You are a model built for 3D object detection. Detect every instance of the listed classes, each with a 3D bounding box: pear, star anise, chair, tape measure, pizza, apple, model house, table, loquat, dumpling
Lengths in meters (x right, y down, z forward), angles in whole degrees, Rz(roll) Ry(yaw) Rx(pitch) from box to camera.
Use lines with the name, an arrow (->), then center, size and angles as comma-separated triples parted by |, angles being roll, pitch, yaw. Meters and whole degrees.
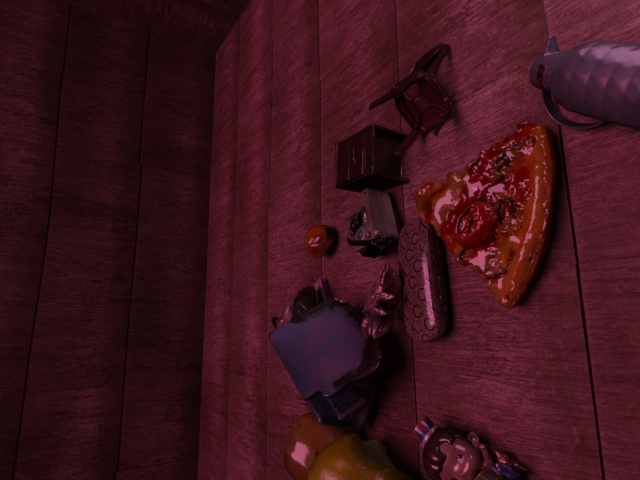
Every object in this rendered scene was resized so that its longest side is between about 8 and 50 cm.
pear -> 0.152, 0.693, 1.193 | 0.282, 0.287, 0.176 | 18, 81, 57
star anise -> 0.179, 0.182, 1.258 | 0.229, 0.093, 0.236 | -82, 8, -66
chair -> 0.307, -0.433, 1.280 | 0.326, 0.183, 0.176 | -48, 14, -33
tape measure -> 0.158, -0.035, 1.408 | 0.207, 0.115, 0.235 | 126, 146, -47
pizza -> 0.376, -0.074, 1.079 | 0.406, 0.130, 0.439 | 11, 94, 51
apple -> 0.001, 0.710, 1.416 | 0.262, 0.263, 0.262 | -16, 71, 56
model house -> 0.062, 0.445, 1.405 | 0.360, 0.298, 0.338 | 42, 156, 51
table -> 0.166, -0.264, 1.412 | 0.193, 0.173, 0.168 | -11, 75, 57
loquat -> 0.000, 0.000, 1.695 | 0.137, 0.113, 0.137 | -42, 27, 28
dumpling -> -0.097, 0.294, 1.663 | 0.292, 0.164, 0.204 | 72, -165, -53

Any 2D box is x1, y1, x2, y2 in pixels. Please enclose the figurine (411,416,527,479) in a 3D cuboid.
figurine -> 0.336, 0.537, 1.012 | 0.276, 0.158, 0.160 | 9, 83, 57

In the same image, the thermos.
thermos -> 0.558, -0.307, 0.850 | 0.286, 0.145, 0.182 | 48, 157, 53

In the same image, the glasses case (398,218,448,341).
glasses case -> 0.293, 0.111, 1.224 | 0.137, 0.085, 0.354 | -25, 63, 56

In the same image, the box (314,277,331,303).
box -> 0.013, 0.212, 1.694 | 0.050, 0.036, 0.117 | -46, 47, 44
